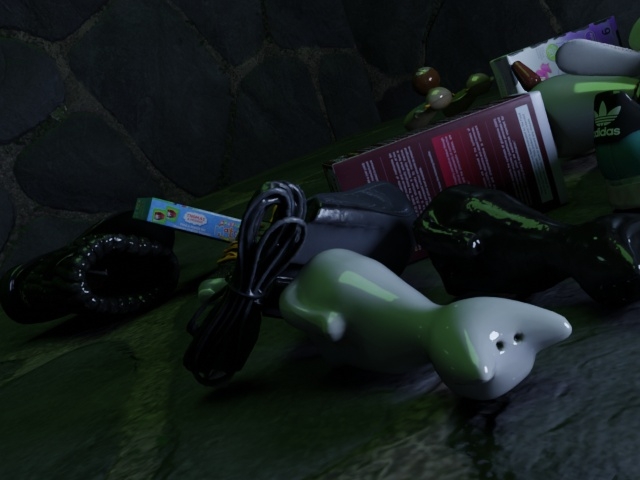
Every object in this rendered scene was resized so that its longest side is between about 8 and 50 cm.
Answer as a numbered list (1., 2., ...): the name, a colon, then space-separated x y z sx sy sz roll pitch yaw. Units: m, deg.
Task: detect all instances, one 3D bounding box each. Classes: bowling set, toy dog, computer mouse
1. bowling set: 0.231 -0.236 1.292 0.287 0.200 0.154 -28 -5 -26
2. toy dog: 0.346 -0.209 0.901 0.333 0.161 0.220 -33 -9 40
3. computer mouse: 0.013 0.025 0.630 0.272 0.072 0.189 -20 -38 -54

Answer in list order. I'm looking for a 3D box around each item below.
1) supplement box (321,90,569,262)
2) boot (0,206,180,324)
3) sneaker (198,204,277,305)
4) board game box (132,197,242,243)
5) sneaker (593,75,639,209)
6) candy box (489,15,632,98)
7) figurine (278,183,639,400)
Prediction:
1. supplement box: 0.136 -0.064 0.799 0.239 0.130 0.073 -20 10 -7
2. boot: -0.300 0.027 1.142 0.260 0.131 0.348 -15 16 41
3. sneaker: -0.084 0.018 0.918 0.084 0.083 0.215 -11 15 35
4. board game box: -0.163 -0.021 1.088 0.211 0.039 0.160 15 -3 -22
5. sneaker: 0.392 -0.135 0.711 0.302 0.121 0.108 -23 10 -22
6. candy box: 0.396 -0.248 1.178 0.196 0.165 0.070 -22 8 -8
7. figurine: 0.109 0.031 0.492 0.214 0.092 0.209 -26 16 -28
